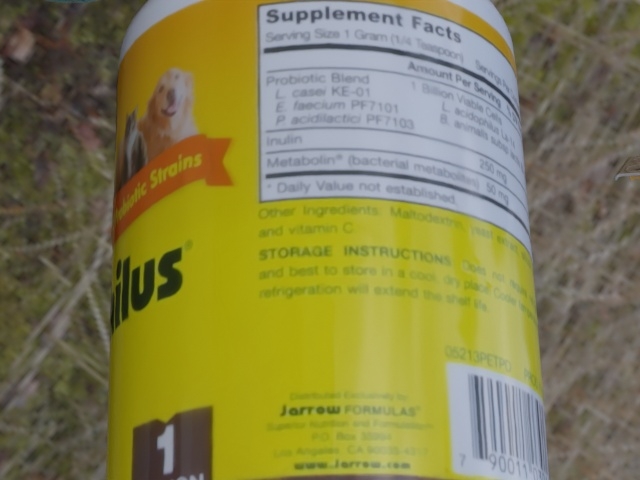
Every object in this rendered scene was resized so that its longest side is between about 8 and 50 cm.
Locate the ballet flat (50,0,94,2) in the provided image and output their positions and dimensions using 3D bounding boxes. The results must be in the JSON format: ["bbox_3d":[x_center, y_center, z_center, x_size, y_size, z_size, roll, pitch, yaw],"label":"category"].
[{"bbox_3d":[-0.150,-0.153,0.315,0.316,0.107,0.106,22,78,-43],"label":"ballet flat"}]

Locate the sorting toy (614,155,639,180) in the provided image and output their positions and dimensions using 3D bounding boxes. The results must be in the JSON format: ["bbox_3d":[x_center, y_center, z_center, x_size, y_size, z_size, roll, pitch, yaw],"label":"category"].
[{"bbox_3d":[0.284,-0.065,1.273,0.083,0.062,0.012,-40,120,-62],"label":"sorting toy"}]

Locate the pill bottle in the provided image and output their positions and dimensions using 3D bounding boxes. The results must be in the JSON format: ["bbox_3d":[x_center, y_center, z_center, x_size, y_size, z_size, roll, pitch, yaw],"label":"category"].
[{"bbox_3d":[0.000,0.000,0.426,0.117,0.117,0.215,47,38,-60],"label":"pill bottle"}]
